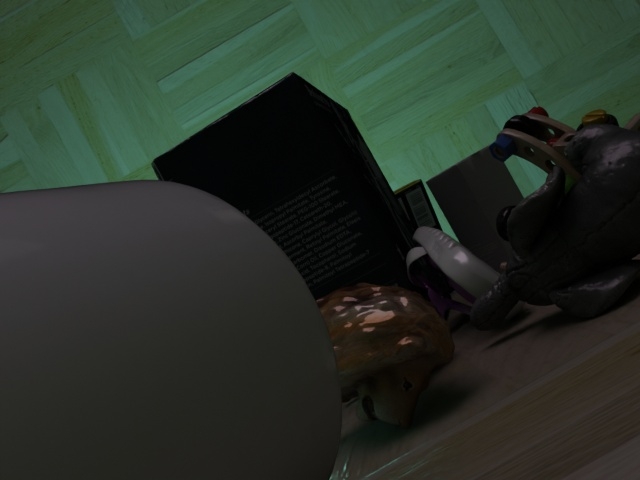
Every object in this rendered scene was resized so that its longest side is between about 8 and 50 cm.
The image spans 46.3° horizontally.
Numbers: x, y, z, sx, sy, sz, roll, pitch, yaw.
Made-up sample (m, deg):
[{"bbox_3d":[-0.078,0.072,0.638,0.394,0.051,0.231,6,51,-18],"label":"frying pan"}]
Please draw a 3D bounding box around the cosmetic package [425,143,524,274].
[{"bbox_3d":[0.319,-0.048,1.419,0.127,0.238,0.107,-27,-5,-35],"label":"cosmetic package"}]

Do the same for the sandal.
[{"bbox_3d":[0.186,0.061,1.090,0.102,0.169,0.416,-51,-6,3],"label":"sandal"}]

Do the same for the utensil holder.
[{"bbox_3d":[-0.207,0.132,0.414,0.327,0.328,0.385,-32,-5,30],"label":"utensil holder"}]

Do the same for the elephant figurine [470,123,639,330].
[{"bbox_3d":[0.257,0.007,0.750,0.239,0.186,0.169,-40,40,-2],"label":"elephant figurine"}]

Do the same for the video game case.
[{"bbox_3d":[0.183,0.033,1.704,0.248,0.275,0.035,-28,10,-27],"label":"video game case"}]

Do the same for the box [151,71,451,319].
[{"bbox_3d":[0.000,0.000,1.381,0.297,0.472,0.480,-31,-3,12],"label":"box"}]

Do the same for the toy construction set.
[{"bbox_3d":[0.445,-0.101,1.158,0.308,0.258,0.237,-16,6,-30],"label":"toy construction set"}]

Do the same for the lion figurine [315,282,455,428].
[{"bbox_3d":[0.063,0.119,0.858,0.240,0.142,0.392,-24,-6,20],"label":"lion figurine"}]
